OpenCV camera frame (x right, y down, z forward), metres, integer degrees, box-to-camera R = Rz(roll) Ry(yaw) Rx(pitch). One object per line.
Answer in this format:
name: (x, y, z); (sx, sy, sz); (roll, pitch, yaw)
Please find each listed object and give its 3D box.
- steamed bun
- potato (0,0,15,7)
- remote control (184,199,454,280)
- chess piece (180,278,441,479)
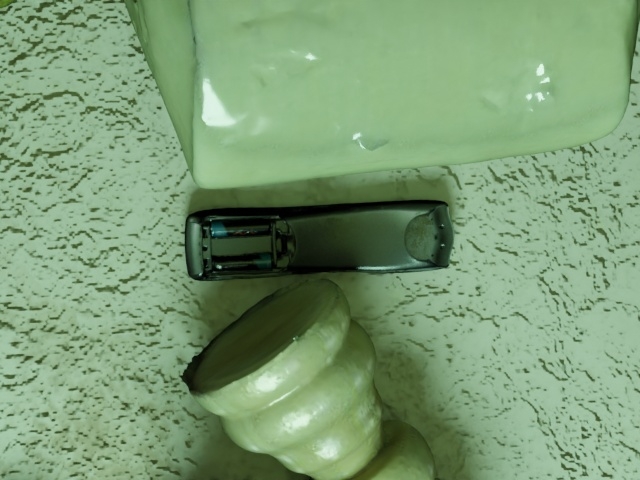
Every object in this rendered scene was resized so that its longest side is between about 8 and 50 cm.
steamed bun: (0.024, -0.274, 1.275); (0.371, 0.290, 0.455); (-9, 95, -12)
potato: (-0.250, -0.263, 1.336); (0.105, 0.085, 0.188); (-11, 102, -3)
remote control: (0.000, 0.000, 1.426); (0.212, 0.028, 0.059); (-3, 95, -8)
chess piece: (0.025, 0.166, 1.404); (0.143, 0.143, 0.261); (-37, 107, -3)
